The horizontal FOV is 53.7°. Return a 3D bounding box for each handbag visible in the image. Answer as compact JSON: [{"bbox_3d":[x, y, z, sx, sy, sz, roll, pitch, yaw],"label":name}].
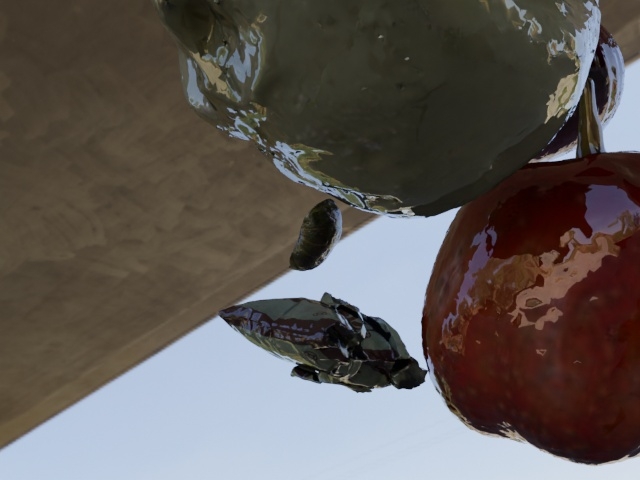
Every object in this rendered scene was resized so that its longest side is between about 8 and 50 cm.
[{"bbox_3d":[0.006,0.135,0.876,0.213,0.127,0.235,26,-15,-37],"label":"handbag"}]

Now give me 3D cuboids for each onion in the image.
[{"bbox_3d":[0.267,-0.207,0.862,0.256,0.230,0.272,-39,-67,-9],"label":"onion"}]

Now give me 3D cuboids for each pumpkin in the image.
[{"bbox_3d":[0.000,0.001,0.627,0.050,0.028,0.083,-11,-47,-54],"label":"pumpkin"}]

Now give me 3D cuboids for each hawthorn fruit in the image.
[{"bbox_3d":[0.233,0.024,0.557,0.287,0.329,0.287,-1,5,0],"label":"hawthorn fruit"}]

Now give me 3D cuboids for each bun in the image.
[{"bbox_3d":[0.023,-0.190,0.446,0.326,0.362,0.234,-36,-5,-41],"label":"bun"}]
